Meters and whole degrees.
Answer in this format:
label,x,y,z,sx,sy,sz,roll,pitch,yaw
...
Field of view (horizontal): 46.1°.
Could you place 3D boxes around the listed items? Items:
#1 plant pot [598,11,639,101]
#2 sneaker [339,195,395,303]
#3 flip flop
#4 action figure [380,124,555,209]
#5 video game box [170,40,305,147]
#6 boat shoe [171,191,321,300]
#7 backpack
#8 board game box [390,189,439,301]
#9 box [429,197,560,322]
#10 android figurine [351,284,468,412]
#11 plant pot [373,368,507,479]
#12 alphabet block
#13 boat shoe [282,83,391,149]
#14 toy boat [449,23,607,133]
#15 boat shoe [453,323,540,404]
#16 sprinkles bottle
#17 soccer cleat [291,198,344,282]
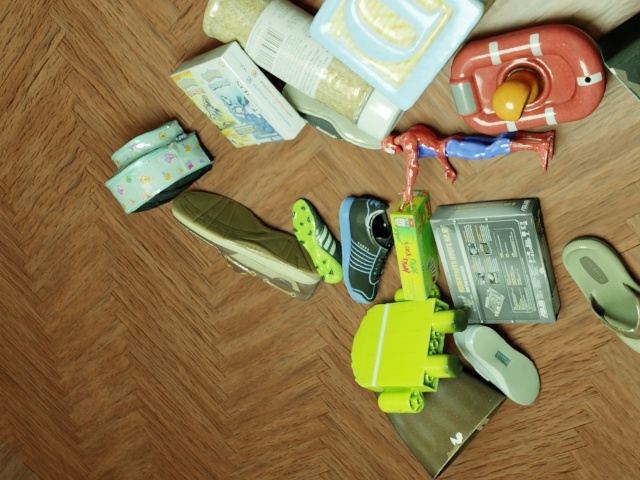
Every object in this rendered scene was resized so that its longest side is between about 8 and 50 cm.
label,x,y,z,sx,sy,sz,roll,pitch,yaw
plant pot,0.493,-0.238,0.976,0.188,0.187,0.167,43,118,-5
sneaker,0.096,0.026,1.428,0.091,0.081,0.232,10,125,31
flip flop,0.509,0.111,1.264,0.277,0.080,0.112,47,131,-8
action figure,0.232,-0.120,1.244,0.281,0.091,0.139,10,117,23
video game box,-0.148,-0.248,1.317,0.187,0.048,0.205,49,156,-25
boat shoe,-0.156,0.020,1.539,0.342,0.123,0.123,25,129,3
backpack,-0.325,-0.139,1.469,0.166,0.188,0.144,-24,108,38
board game box,0.174,0.010,1.367,0.043,0.092,0.181,3,123,26
box,0.313,0.042,1.339,0.183,0.056,0.231,-4,120,32
android figurine,0.156,0.201,1.421,0.056,0.248,0.273,26,153,-33
plant pot,0.213,0.315,1.506,0.230,0.215,0.215,42,134,21
alphabet block,0.132,-0.341,1.077,0.192,0.197,0.193,40,131,-1
boat shoe,0.029,-0.218,1.324,0.206,0.075,0.065,27,174,3
toy boat,0.295,-0.222,1.102,0.231,0.151,0.151,-6,119,31
boat shoe,0.338,0.231,1.448,0.227,0.079,0.081,45,167,-26
sprinkles bottle,-0.017,-0.303,1.234,0.355,0.121,0.121,33,131,5
soccer cleat,0.000,0.000,1.480,0.060,0.072,0.178,-29,84,37
